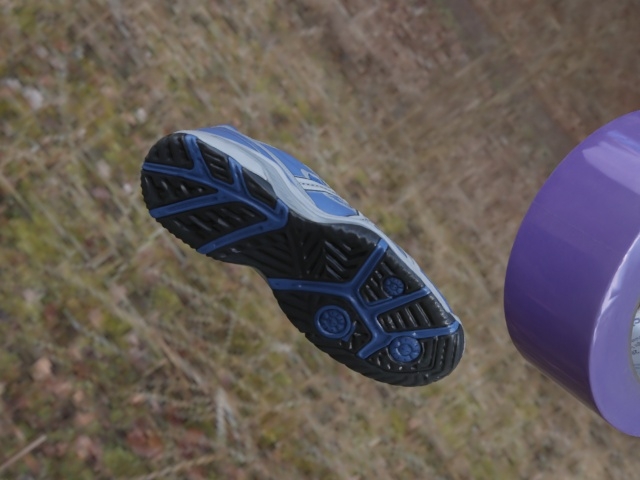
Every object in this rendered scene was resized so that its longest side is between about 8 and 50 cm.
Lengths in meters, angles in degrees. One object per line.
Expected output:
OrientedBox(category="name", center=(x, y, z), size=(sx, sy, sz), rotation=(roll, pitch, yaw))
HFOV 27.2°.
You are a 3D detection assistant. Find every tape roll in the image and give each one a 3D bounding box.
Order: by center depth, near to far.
OrientedBox(category="tape roll", center=(0.209, 0.020, 0.808), size=(0.189, 0.189, 0.080), rotation=(42, -2, -43))

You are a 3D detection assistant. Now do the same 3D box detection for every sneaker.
OrientedBox(category="sneaker", center=(0.000, 0.000, 0.759), size=(0.211, 0.080, 0.081), rotation=(40, 26, 0))
